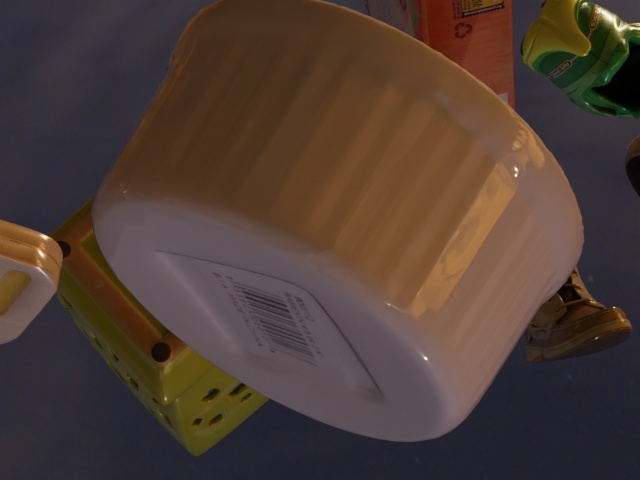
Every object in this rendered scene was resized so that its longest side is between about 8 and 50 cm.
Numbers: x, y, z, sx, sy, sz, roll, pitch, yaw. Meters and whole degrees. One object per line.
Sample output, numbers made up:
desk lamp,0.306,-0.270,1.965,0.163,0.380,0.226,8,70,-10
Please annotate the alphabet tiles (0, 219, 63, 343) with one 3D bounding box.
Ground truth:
alphabet tiles,-0.251,0.001,0.486,0.278,0.284,0.021,-42,-141,42

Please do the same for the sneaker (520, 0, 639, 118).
sneaker,0.297,-0.156,1.260,0.123,0.295,0.109,43,-69,29

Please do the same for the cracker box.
cracker box,0.077,-0.186,0.935,0.067,0.155,0.232,-14,-136,-4

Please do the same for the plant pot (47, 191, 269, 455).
plant pot,-0.120,0.035,1.207,0.228,0.207,0.227,-42,-108,-8

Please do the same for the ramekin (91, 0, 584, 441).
ramekin,0.000,0.000,0.763,0.277,0.277,0.135,14,-120,36

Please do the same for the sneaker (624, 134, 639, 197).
sneaker,0.247,0.018,0.824,0.083,0.084,0.215,-23,-122,-6

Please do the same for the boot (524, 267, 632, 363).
boot,0.255,0.043,1.376,0.077,0.213,0.165,-9,-98,-10
